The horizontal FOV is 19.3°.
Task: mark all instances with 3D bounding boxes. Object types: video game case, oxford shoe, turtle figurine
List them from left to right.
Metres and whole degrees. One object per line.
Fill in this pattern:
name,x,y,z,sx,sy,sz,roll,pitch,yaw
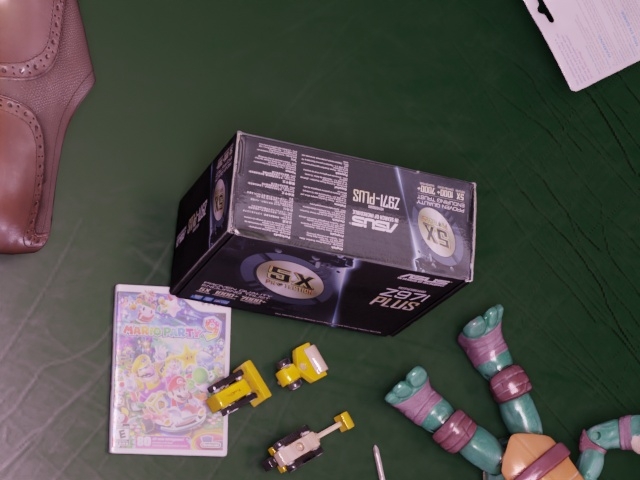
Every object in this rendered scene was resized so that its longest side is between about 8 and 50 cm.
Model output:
oxford shoe,-0.228,-0.164,1.322,0.133,0.130,0.363,25,65,-48
video game case,-0.109,0.095,1.366,0.087,0.011,0.122,4,82,-18
turtle figurine,0.164,0.170,1.395,0.234,0.118,0.175,48,52,10

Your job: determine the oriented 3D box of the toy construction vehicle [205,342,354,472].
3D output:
toy construction vehicle,-0.030,0.125,1.376,0.098,0.035,0.086,-29,84,-35

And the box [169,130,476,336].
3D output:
box,0.000,0.000,1.338,0.180,0.147,0.077,12,67,-18

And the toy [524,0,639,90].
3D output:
toy,0.248,-0.215,1.506,0.237,0.056,0.137,-27,88,-25

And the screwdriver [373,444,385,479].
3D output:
screwdriver,0.062,0.236,1.402,0.025,0.024,0.170,-8,83,10
